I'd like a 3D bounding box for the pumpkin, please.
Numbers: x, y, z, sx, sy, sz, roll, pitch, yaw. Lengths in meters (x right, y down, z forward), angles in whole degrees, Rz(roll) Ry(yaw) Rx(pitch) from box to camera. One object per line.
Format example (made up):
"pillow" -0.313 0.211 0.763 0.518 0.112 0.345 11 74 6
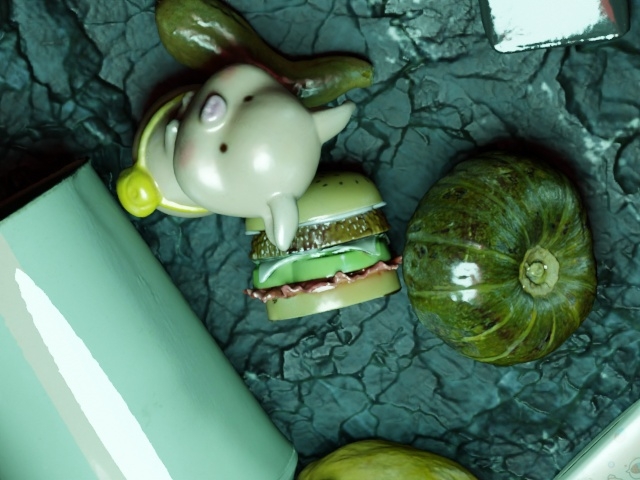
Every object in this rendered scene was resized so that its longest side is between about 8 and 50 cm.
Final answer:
"pumpkin" 0.175 0.019 1.876 0.219 0.162 0.219 2 87 -40

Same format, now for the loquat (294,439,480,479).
"loquat" 0.072 0.304 1.930 0.238 0.238 0.193 16 94 -3

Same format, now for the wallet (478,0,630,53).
"wallet" 0.217 -0.309 1.846 0.149 0.044 0.250 -9 107 8

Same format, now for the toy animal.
"toy animal" -0.101 -0.086 1.827 0.149 0.248 0.165 26 78 -39

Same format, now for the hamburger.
"hamburger" 0.001 0.000 1.887 0.175 0.175 0.136 -11 92 5

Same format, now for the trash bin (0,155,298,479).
"trash bin" -0.219 0.160 1.879 0.280 0.280 0.432 -30 100 10

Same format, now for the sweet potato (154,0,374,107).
"sweet potato" -0.062 -0.180 1.883 0.233 0.062 0.081 22 105 -8

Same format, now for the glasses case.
"glasses case" 0.313 0.244 1.998 0.081 0.051 0.204 41 104 -8
